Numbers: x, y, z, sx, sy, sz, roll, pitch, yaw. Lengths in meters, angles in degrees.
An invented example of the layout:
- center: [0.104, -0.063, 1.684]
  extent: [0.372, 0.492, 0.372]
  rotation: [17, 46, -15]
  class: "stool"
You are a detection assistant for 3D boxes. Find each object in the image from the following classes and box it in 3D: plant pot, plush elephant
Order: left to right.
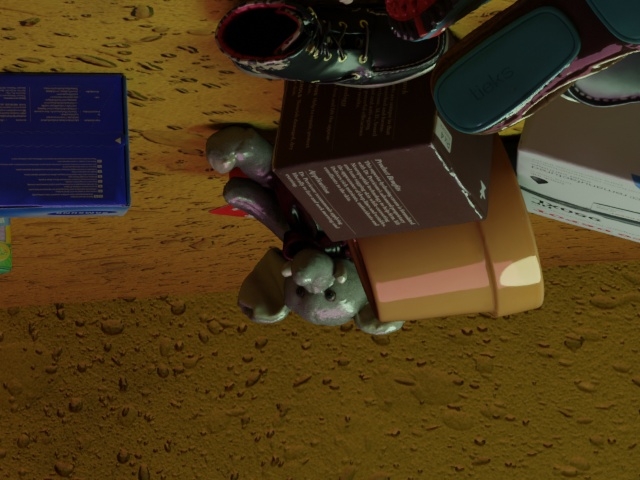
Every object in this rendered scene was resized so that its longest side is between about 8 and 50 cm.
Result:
- center: [0.000, 0.000, 2.303]
  extent: [0.271, 0.255, 0.330]
  rotation: [-5, 156, 15]
  class: "plush elephant"
- center: [0.138, -0.021, 2.090]
  extent: [0.203, 0.291, 0.291]
  rotation: [-19, 171, -4]
  class: "plant pot"

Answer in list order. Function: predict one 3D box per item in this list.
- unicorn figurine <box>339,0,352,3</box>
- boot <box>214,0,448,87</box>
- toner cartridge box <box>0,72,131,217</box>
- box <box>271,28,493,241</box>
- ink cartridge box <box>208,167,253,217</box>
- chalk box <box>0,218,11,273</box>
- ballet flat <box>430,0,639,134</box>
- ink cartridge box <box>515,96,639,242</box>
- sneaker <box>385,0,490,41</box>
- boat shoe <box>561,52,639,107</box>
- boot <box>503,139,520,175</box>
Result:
- center: [-0.018, -0.251, 1.549]
  extent: [0.162, 0.060, 0.111]
  rotation: [-13, 171, 34]
  class: "unicorn figurine"
- center: [0.011, -0.203, 1.699]
  extent: [0.236, 0.085, 0.178]
  rotation: [0, -178, 6]
  class: "boot"
- center: [-0.403, -0.111, 1.954]
  extent: [0.347, 0.165, 0.075]
  rotation: [0, 171, -14]
  class: "toner cartridge box"
- center: [0.076, -0.119, 1.915]
  extent: [0.203, 0.167, 0.168]
  rotation: [-8, 145, 25]
  class: "box"
- center: [-0.046, -0.080, 2.530]
  extent: [0.231, 0.078, 0.134]
  rotation: [4, 168, -37]
  class: "ink cartridge box"
- center: [-0.535, -0.007, 2.385]
  extent: [0.132, 0.213, 0.132]
  rotation: [-9, 169, 34]
  class: "chalk box"
- center: [0.245, -0.204, 1.442]
  extent: [0.342, 0.116, 0.124]
  rotation: [-34, -173, 34]
  class: "ballet flat"
- center: [0.390, -0.107, 1.999]
  extent: [0.285, 0.166, 0.395]
  rotation: [17, 174, 8]
  class: "ink cartridge box"
- center: [0.158, -0.246, 1.516]
  extent: [0.125, 0.104, 0.262]
  rotation: [0, 171, -31]
  class: "sneaker"
- center: [0.419, -0.206, 1.535]
  extent: [0.500, 0.156, 0.187]
  rotation: [-13, 141, 36]
  class: "boat shoe"
- center: [0.246, -0.107, 2.411]
  extent: [0.207, 0.094, 0.246]
  rotation: [1, 177, -45]
  class: "boot"
